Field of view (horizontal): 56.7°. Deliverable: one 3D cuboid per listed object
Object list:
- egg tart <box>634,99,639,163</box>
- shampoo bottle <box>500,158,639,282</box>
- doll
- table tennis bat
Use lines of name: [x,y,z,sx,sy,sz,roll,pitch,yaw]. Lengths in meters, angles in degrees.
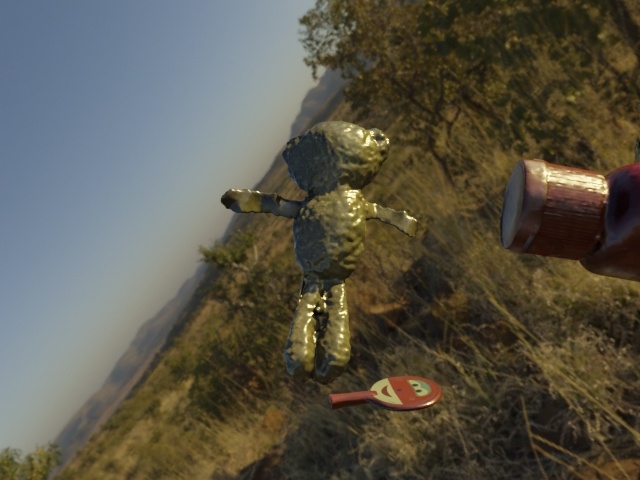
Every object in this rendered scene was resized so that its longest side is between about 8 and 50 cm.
egg tart: [0.650,-0.238,0.919,0.442,0.178,0.443,-28,-14,-8]
shampoo bottle: [0.297,-0.001,0.431,0.118,0.313,0.076,86,-166,-71]
doll: [0.017,-0.003,0.650,0.202,0.286,0.091,-23,-27,0]
table tennis bat: [0.088,0.210,0.804,0.098,0.154,0.019,-120,25,-77]
